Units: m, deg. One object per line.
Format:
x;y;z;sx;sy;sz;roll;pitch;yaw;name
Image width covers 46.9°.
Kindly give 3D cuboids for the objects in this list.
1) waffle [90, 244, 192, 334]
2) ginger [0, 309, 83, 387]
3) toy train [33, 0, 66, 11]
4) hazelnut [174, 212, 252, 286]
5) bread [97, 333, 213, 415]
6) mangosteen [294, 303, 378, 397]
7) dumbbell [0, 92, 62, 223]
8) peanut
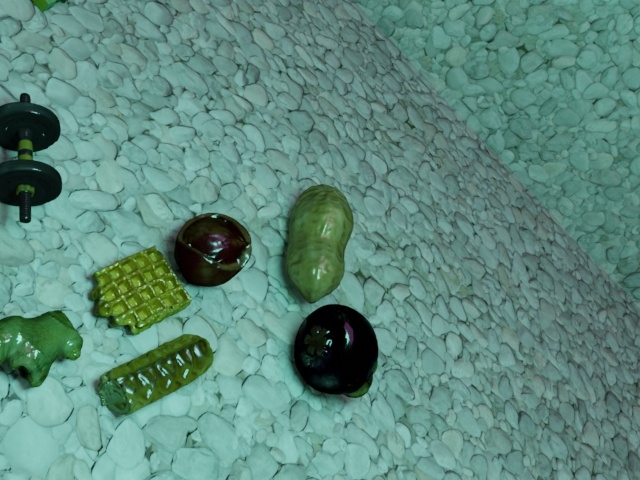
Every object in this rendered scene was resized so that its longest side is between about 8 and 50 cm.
-0.396;0.116;1.586;0.160;0.055;0.211;54;38;3;waffle
-0.563;0.205;1.332;0.290;0.089;0.137;-4;83;-50;ginger
-0.691;-0.634;1.873;0.081;0.050;0.122;49;38;-11;toy train
-0.256;0.015;1.722;0.170;0.160;0.202;31;49;-23;hazelnut
-0.327;0.267;1.517;0.269;0.098;0.087;-24;121;-51;bread
0.045;0.271;1.794;0.243;0.243;0.243;26;46;-29;mangosteen
-0.611;-0.176;1.527;0.143;0.143;0.325;13;53;-39;dumbbell
0.000;0.000;1.957;0.169;0.192;0.387;21;46;-15;peanut
